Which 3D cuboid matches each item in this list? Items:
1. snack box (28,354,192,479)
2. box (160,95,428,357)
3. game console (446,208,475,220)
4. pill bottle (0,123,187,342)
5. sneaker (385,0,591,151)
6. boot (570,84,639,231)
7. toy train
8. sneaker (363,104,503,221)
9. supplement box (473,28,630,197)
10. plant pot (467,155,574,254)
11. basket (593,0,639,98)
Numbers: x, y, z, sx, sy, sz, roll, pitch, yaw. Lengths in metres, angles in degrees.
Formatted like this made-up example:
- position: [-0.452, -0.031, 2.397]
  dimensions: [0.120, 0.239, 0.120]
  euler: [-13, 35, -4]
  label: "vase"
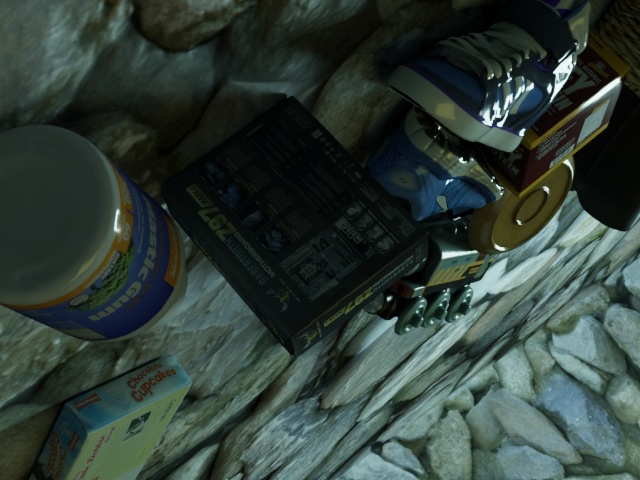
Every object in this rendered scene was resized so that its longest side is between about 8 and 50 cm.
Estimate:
- position: [-0.319, 0.306, 1.626]
  dimensions: [0.187, 0.060, 0.322]
  euler: [-23, 154, -45]
  label: "snack box"
- position: [-0.029, -0.019, 1.198]
  dimensions: [0.183, 0.233, 0.059]
  euler: [-37, 155, -15]
  label: "box"
- position: [0.245, -0.101, 1.823]
  dimensions: [0.122, 0.071, 0.107]
  euler: [-19, 152, -50]
  label: "game console"
- position: [-0.210, 0.009, 1.025]
  dimensions: [0.152, 0.152, 0.272]
  euler: [-41, 162, -1]
  label: "pill bottle"
- position: [0.225, -0.245, 1.411]
  dimensions: [0.323, 0.130, 0.236]
  euler: [9, 115, -59]
  label: "sneaker"
- position: [0.632, -0.174, 1.992]
  dimensions: [0.146, 0.367, 0.445]
  euler: [-7, 142, -42]
  label: "boot"
- position: [0.188, 0.046, 1.966]
  dimensions: [0.334, 0.142, 0.190]
  euler: [-6, 128, -56]
  label: "toy train"
- position: [0.150, -0.095, 1.608]
  dimensions: [0.147, 0.130, 0.330]
  euler: [-36, 158, 17]
  label: "sneaker"
- position: [0.326, -0.198, 1.675]
  dimensions: [0.191, 0.129, 0.194]
  euler: [-38, 161, -10]
  label: "supplement box"
- position: [0.345, -0.063, 1.906]
  dimensions: [0.236, 0.032, 0.236]
  euler: [-30, 147, -22]
  label: "plant pot"
- position: [0.605, -0.303, 1.726]
  dimensions: [0.213, 0.299, 0.223]
  euler: [-22, 153, -43]
  label: "basket"
